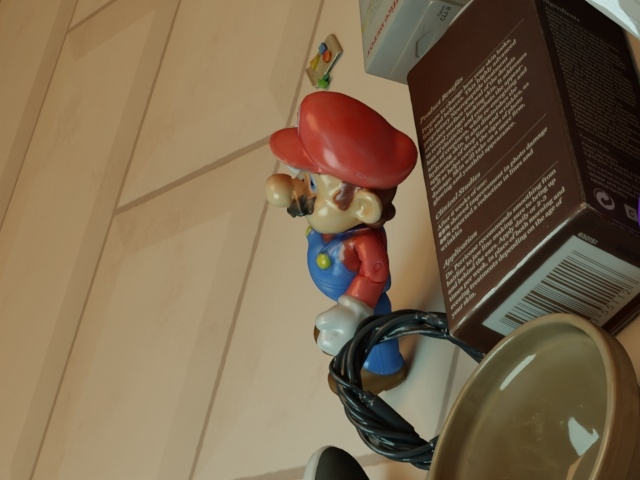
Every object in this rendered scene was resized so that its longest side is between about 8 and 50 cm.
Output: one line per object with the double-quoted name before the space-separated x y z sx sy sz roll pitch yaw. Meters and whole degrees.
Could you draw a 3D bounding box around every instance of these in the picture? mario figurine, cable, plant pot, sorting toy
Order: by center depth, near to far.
"plant pot" 0.199 0.187 1.483 0.237 0.109 0.237 -44 32 37
"cable" 0.097 0.139 1.691 0.047 0.184 0.151 47 -129 -75
"mario figurine" 0.000 0.000 1.801 0.198 0.170 0.321 23 132 38
"sorting toy" 0.005 -0.227 2.326 0.062 0.012 0.083 -54 27 19

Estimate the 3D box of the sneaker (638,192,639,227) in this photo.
"sneaker" 0.330 -0.116 1.548 0.146 0.102 0.293 -6 57 65

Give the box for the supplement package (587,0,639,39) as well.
"supplement package" 0.323 -0.320 1.605 0.244 0.134 0.139 -58 -10 29

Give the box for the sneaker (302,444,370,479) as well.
"sneaker" 0.076 0.272 1.654 0.147 0.104 0.296 -49 36 24

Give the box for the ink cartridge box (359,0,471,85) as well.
"ink cartridge box" 0.123 -0.267 1.991 0.176 0.127 0.128 -92 23 -44

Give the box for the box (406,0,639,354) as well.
"box" 0.203 -0.074 1.688 0.191 0.143 0.381 -47 33 32
